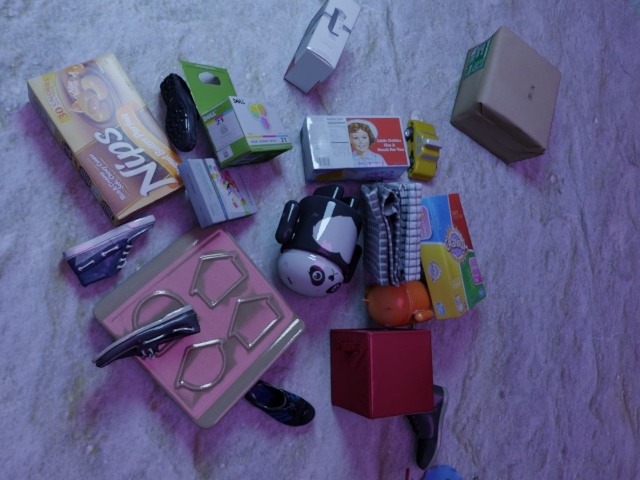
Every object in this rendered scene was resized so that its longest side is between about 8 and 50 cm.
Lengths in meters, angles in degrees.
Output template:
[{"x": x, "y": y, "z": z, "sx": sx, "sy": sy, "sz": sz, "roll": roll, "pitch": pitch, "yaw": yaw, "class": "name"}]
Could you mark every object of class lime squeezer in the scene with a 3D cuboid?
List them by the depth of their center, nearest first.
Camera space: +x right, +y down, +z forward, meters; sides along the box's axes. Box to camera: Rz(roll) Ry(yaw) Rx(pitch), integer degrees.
[{"x": 0.319, "y": 0.134, "z": 1.352, "sx": 0.310, "sy": 0.059, "sz": 0.110, "roll": -46, "pitch": 133, "yaw": -28, "class": "lime squeezer"}]

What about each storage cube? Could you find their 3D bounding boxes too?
[{"x": 0.145, "y": 0.315, "z": 1.144, "sx": 0.215, "sy": 0.184, "sz": 0.193, "roll": 3, "pitch": 81, "yaw": -28, "class": "storage cube"}]

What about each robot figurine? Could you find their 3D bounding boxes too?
[{"x": 0.003, "y": 0.001, "z": 1.127, "sx": 0.209, "sy": 0.173, "sz": 0.278, "roll": 19, "pitch": 70, "yaw": 3, "class": "robot figurine"}, {"x": 0.204, "y": 0.162, "z": 1.217, "sx": 0.219, "sy": 0.128, "sz": 0.158, "roll": 4, "pitch": 54, "yaw": -49, "class": "robot figurine"}]

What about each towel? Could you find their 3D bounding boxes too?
[{"x": 0.161, "y": -0.026, "z": 1.137, "sx": 0.121, "sy": 0.283, "sz": 0.234, "roll": -1, "pitch": 99, "yaw": 0, "class": "towel"}]

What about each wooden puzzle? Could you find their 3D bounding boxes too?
[{"x": -0.253, "y": 0.173, "z": 1.023, "sx": 0.348, "sy": 0.080, "sz": 0.322, "roll": 49, "pitch": 63, "yaw": -6, "class": "wooden puzzle"}]

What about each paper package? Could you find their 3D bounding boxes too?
[{"x": 0.616, "y": -0.475, "z": 1.542, "sx": 0.310, "sy": 0.168, "sz": 0.324, "roll": 27, "pitch": 70, "yaw": -21, "class": "paper package"}]

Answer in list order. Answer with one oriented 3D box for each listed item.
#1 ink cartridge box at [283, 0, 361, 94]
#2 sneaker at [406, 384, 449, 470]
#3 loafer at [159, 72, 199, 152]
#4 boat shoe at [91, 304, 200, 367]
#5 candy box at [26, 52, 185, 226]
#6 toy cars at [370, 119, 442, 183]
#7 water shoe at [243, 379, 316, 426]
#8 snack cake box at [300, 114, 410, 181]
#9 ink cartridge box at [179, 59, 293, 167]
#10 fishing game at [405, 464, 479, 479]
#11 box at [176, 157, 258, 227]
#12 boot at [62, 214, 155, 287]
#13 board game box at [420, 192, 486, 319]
[{"x": 0.005, "y": -0.523, "z": 1.231, "sx": 0.092, "sy": 0.159, "sz": 0.217, "roll": 30, "pitch": 68, "yaw": -20, "class": "ink cartridge box"}, {"x": 0.259, "y": 0.491, "z": 1.245, "sx": 0.118, "sy": 0.083, "sz": 0.222, "roll": 14, "pitch": 81, "yaw": -6, "class": "sneaker"}, {"x": -0.302, "y": -0.282, "z": 1.039, "sx": 0.078, "sy": 0.076, "sz": 0.223, "roll": 26, "pitch": 37, "yaw": -51, "class": "loafer"}, {"x": -0.329, "y": 0.197, "z": 0.897, "sx": 0.206, "sy": 0.075, "sz": 0.065, "roll": -27, "pitch": 87, "yaw": -31, "class": "boat shoe"}, {"x": -0.436, "y": -0.211, "z": 0.982, "sx": 0.183, "sy": 0.088, "sz": 0.316, "roll": -35, "pitch": 100, "yaw": -29, "class": "candy box"}, {"x": 0.254, "y": -0.210, "z": 1.348, "sx": 0.176, "sy": 0.087, "sz": 0.393, "roll": 48, "pitch": 64, "yaw": -12, "class": "toy cars"}, {"x": -0.089, "y": 0.380, "z": 1.066, "sx": 0.203, "sy": 0.080, "sz": 0.072, "roll": 29, "pitch": 69, "yaw": -21, "class": "water shoe"}, {"x": 0.089, "y": -0.243, "z": 1.225, "sx": 0.265, "sy": 0.089, "sz": 0.152, "roll": -4, "pitch": 74, "yaw": -15, "class": "snack cake box"}, {"x": -0.192, "y": -0.309, "z": 1.079, "sx": 0.189, "sy": 0.097, "sz": 0.255, "roll": -28, "pitch": 96, "yaw": -62, "class": "ink cartridge box"}, {"x": 0.333, "y": 0.710, "z": 1.256, "sx": 0.264, "sy": 0.041, "sz": 0.189, "roll": 20, "pitch": 70, "yaw": -23, "class": "fishing game"}, {"x": -0.225, "y": -0.113, "z": 1.051, "sx": 0.186, "sy": 0.038, "sz": 0.145, "roll": -24, "pitch": 93, "yaw": -65, "class": "box"}, {"x": -0.422, "y": 0.020, "z": 0.969, "sx": 0.190, "sy": 0.069, "sz": 0.086, "roll": -28, "pitch": 102, "yaw": -21, "class": "boot"}, {"x": 0.351, "y": 0.033, "z": 1.276, "sx": 0.242, "sy": 0.064, "sz": 0.316, "roll": -13, "pitch": 88, "yaw": -54, "class": "board game box"}]
